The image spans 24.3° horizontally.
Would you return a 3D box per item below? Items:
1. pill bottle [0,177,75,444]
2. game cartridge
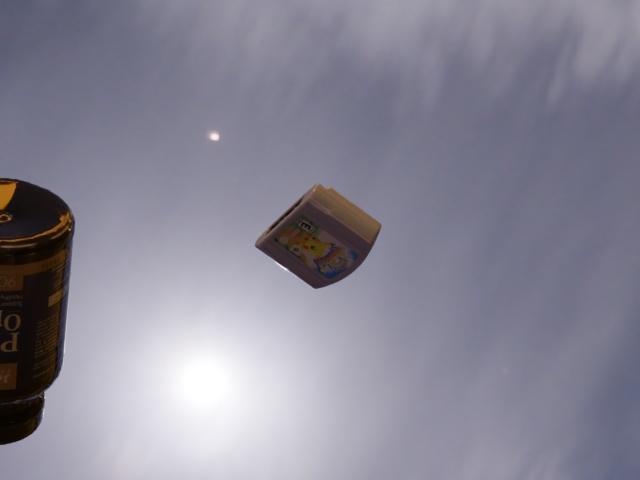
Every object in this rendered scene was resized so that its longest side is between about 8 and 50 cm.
[{"bbox_3d":[-0.282,0.066,1.299,0.123,0.123,0.219,-28,-43,-47],"label":"pill bottle"},{"bbox_3d":[0.000,0.000,0.908,0.056,0.083,0.017,32,-125,-12],"label":"game cartridge"}]
